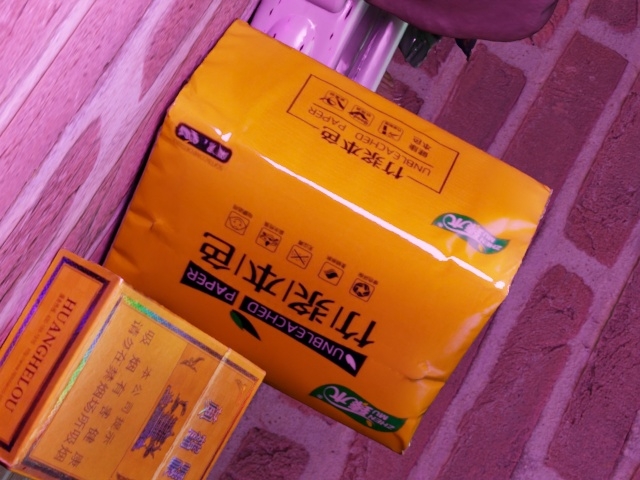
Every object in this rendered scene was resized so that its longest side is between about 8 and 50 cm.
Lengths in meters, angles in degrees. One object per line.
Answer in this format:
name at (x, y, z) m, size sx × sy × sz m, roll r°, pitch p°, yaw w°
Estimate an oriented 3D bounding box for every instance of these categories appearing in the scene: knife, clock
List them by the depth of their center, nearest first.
clock at (-0.009, -0.244, 1.986) m, size 0.322 × 0.113 × 0.295 m, roll -64°, pitch 176°, yaw 37°
knife at (0.047, -0.187, 2.022) m, size 0.265 × 0.041 × 0.073 m, roll -63°, pitch -172°, yaw 9°

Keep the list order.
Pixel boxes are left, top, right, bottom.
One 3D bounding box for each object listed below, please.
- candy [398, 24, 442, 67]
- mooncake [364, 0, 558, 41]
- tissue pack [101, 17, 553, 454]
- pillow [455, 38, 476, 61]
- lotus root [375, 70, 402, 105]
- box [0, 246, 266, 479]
candy at (0.136, -0.359, 2.203) m, size 0.263 × 0.172 × 0.398 m, roll -60°, pitch -152°, yaw 9°
mooncake at (0.122, -0.328, 1.691) m, size 0.306 × 0.306 × 0.154 m, roll 115°, pitch -1°, yaw -67°
tissue pack at (0.000, 0.000, 1.816) m, size 0.293 × 0.382 × 0.228 m, roll -62°, pitch 180°, yaw 40°
pillow at (0.202, -0.384, 2.319) m, size 0.255 × 0.034 × 0.189 m, roll -99°, pitch -158°, yaw -44°
lotus root at (0.023, -0.134, 2.167) m, size 0.170 × 0.074 × 0.260 m, roll -34°, pitch -149°, yaw 29°
box at (-0.188, 0.150, 1.652) m, size 0.193 × 0.084 × 0.301 m, roll -59°, pitch 149°, yaw -6°
